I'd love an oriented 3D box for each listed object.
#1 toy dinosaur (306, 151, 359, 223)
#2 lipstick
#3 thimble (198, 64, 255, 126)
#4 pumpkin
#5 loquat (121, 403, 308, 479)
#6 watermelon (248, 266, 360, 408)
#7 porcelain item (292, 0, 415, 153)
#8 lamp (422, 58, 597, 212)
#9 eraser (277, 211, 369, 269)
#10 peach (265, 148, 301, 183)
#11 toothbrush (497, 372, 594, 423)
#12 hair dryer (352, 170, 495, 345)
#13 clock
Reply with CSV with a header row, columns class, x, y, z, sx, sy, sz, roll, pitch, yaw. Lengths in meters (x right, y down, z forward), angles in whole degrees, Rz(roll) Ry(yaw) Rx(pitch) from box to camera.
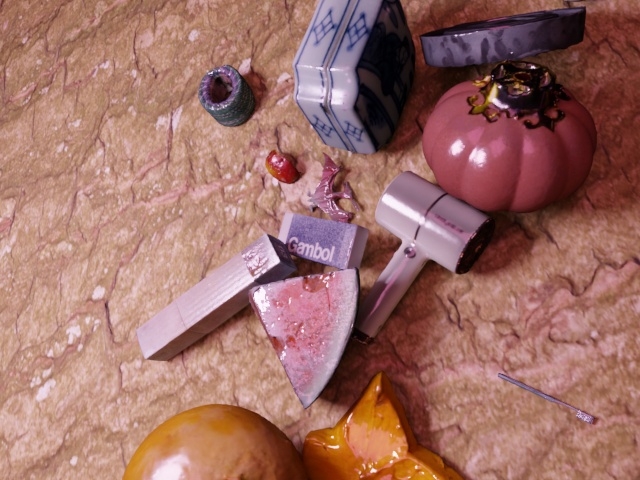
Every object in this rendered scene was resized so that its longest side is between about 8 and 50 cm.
class,x,y,z,sx,sy,sz,roll,pitch,yaw
toy dinosaur,0.025,-0.094,1.230,0.108,0.032,0.220,-14,76,10
lipstick,-0.223,0.126,1.178,0.372,0.076,0.079,-35,63,14
thimble,-0.230,-0.354,1.383,0.119,0.090,0.135,-24,64,9
pumpkin,0.080,0.419,0.983,0.290,0.095,0.258,-41,67,5
loquat,-0.176,0.437,0.946,0.329,0.328,0.328,-7,68,17
watermelon,-0.048,0.161,1.042,0.201,0.213,0.261,19,79,-7
porcelain item,0.082,-0.345,1.165,0.157,0.281,0.285,15,74,26
lamp,0.339,-0.194,1.015,0.306,0.239,0.305,-2,45,2
eraser,0.000,0.000,1.150,0.213,0.046,0.091,14,87,45
peach,-0.091,-0.164,1.289,0.083,0.077,0.050,41,81,-16
toothbrush,0.387,0.272,0.976,0.167,0.011,0.014,23,85,25
hair dryer,0.153,0.061,1.090,0.203,0.128,0.361,36,93,26
clock,0.351,-0.400,1.105,0.313,0.312,0.061,-3,113,18
